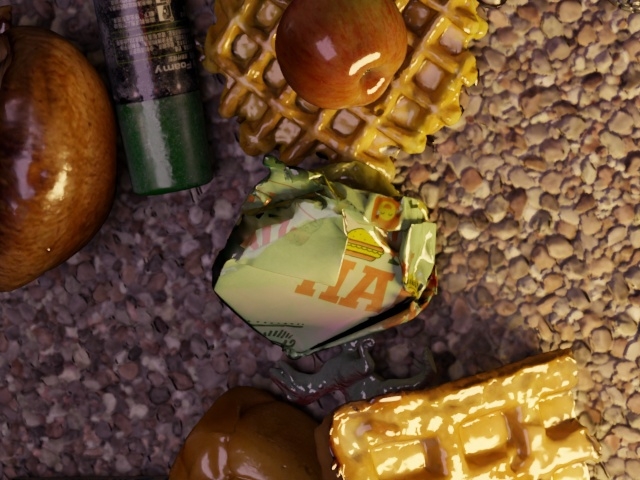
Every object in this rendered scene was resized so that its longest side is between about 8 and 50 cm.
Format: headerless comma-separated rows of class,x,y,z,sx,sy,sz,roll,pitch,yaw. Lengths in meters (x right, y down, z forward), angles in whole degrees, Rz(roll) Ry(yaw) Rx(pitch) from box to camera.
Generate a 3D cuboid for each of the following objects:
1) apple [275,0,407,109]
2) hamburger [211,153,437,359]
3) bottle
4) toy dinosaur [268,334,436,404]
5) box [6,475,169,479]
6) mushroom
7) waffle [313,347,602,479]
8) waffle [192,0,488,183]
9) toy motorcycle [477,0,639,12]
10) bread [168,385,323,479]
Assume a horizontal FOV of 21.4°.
apple,0.020,-0.183,1.574,0.126,0.126,0.102,-52,58,20
hamburger,-0.002,-0.001,1.672,0.214,0.125,0.235,-31,115,19
bottle,-0.179,-0.213,1.726,0.093,0.093,0.330,-7,98,20
toy dinosaur,0.076,0.183,1.745,0.167,0.053,0.242,-40,87,22
box,-0.222,0.393,1.877,0.273,0.048,0.265,-4,93,19
mushroom,-0.312,-0.103,1.735,0.263,0.195,0.283,-19,94,62
waffle,0.146,0.292,1.630,0.077,0.304,0.348,4,105,62
waffle,0.015,-0.218,1.668,0.329,0.062,0.329,3,102,12
toy motorcycle,0.189,-0.297,1.562,0.298,0.089,0.171,5,99,1
bread,-0.010,0.281,1.731,0.294,0.167,0.132,35,109,9
